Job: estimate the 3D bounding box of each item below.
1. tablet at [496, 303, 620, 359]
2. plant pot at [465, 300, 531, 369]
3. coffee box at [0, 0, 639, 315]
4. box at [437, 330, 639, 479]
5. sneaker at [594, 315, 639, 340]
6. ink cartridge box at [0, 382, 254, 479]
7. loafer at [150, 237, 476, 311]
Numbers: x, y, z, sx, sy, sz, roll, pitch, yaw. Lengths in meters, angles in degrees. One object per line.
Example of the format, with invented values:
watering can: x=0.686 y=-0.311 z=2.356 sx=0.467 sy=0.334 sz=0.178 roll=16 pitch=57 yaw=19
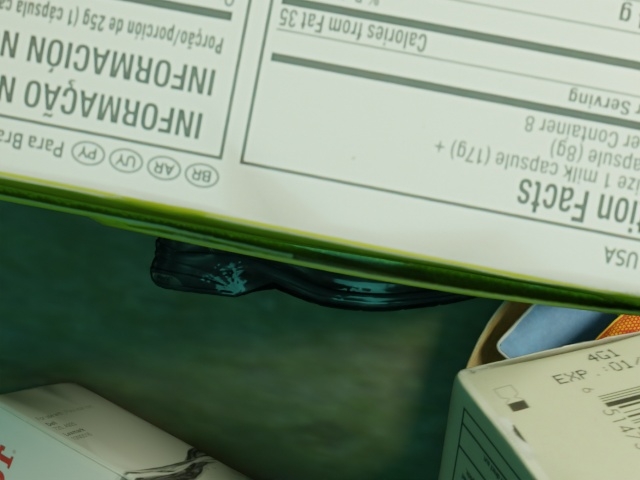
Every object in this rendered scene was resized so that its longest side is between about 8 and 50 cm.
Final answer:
tablet: x=0.132 y=0.059 z=0.793 sx=0.083 sy=0.006 sz=0.054 roll=42 pitch=101 yaw=1
plant pot: x=0.184 y=0.100 z=0.811 sx=0.236 sy=0.032 sz=0.236 roll=1 pitch=98 yaw=7
coffee box: x=0.000 y=-0.162 z=0.623 sx=0.338 sy=0.337 sz=0.334 roll=11 pitch=91 yaw=5
box: x=0.129 y=0.174 z=0.687 sx=0.126 sy=0.148 sz=0.232 roll=-11 pitch=126 yaw=-23
sneaker: x=0.161 y=0.047 z=0.762 sx=0.175 sy=0.064 sz=0.067 roll=-23 pitch=69 yaw=-2
ink cartridge box: x=-0.085 y=0.187 z=0.808 sx=0.219 sy=0.092 sz=0.160 roll=27 pitch=101 yaw=19
loafer: x=0.000 y=0.000 z=0.809 sx=0.170 sy=0.062 sz=0.061 roll=5 pitch=94 yaw=6
